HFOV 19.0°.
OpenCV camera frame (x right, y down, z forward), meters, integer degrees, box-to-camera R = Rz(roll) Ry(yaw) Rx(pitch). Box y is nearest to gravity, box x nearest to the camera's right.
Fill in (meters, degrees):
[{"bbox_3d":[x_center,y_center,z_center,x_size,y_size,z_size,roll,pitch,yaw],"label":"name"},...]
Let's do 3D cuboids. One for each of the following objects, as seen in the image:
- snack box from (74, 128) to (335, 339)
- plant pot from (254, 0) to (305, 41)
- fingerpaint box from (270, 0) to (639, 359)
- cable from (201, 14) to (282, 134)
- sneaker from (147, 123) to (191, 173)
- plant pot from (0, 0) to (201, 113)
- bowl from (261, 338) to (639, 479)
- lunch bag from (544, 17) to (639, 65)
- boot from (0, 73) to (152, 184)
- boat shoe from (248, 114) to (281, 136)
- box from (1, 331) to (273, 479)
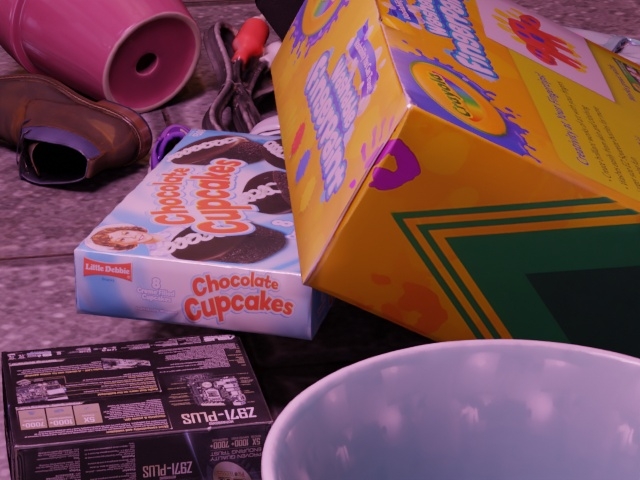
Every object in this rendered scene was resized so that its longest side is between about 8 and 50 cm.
[{"bbox_3d":[-0.062,-0.013,1.564,0.187,0.060,0.322,5,21,11],"label":"snack box"},{"bbox_3d":[0.043,-0.274,2.089,0.167,0.187,0.188,-31,11,32],"label":"plant pot"},{"bbox_3d":[0.164,-0.048,1.517,0.371,0.163,0.445,24,21,-16],"label":"fingerpaint box"},{"bbox_3d":[-0.078,-0.177,2.042,0.139,0.072,0.287,38,23,-2],"label":"cable"},{"bbox_3d":[-0.135,-0.081,1.861,0.068,0.071,0.170,-1,24,-4],"label":"sneaker"},{"bbox_3d":[-0.231,-0.238,2.087,0.201,0.201,0.180,-18,46,-36],"label":"plant pot"},{"bbox_3d":[0.121,0.199,1.133,0.311,0.163,0.311,0,24,0],"label":"bowl"},{"bbox_3d":[0.233,-0.147,1.971,0.224,0.108,0.279,9,25,18],"label":"lunch bag"},{"bbox_3d":[-0.288,-0.112,1.915,0.219,0.082,0.106,12,24,19],"label":"boot"},{"bbox_3d":[0.085,-0.061,1.799,0.335,0.121,0.119,-6,31,11],"label":"boat shoe"},{"bbox_3d":[-0.133,0.136,1.367,0.180,0.078,0.147,-5,24,-12],"label":"box"}]
